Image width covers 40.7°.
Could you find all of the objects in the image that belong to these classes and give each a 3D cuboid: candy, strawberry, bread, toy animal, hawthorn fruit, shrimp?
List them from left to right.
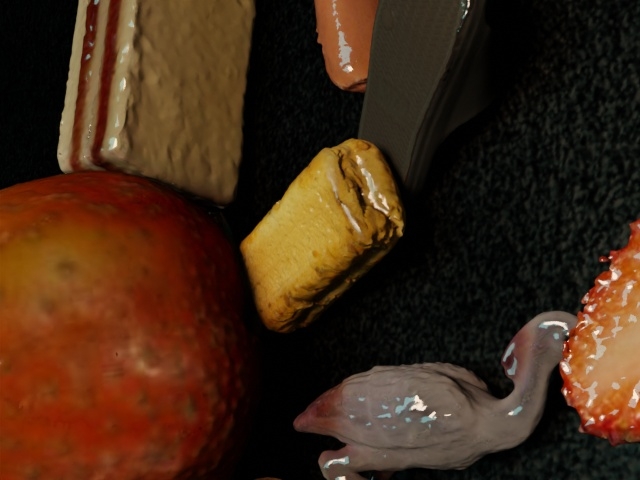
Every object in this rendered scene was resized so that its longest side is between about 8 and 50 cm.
[{"bbox_3d":[-0.263,0.134,0.832,0.403,0.403,0.402,-11,75,45],"label":"hawthorn fruit"},{"bbox_3d":[-0.181,-0.202,0.984,0.135,0.179,0.320,-8,73,44],"label":"candy"},{"bbox_3d":[-0.130,0.063,1.004,0.148,0.035,0.195,-44,55,36],"label":"shrimp"},{"bbox_3d":[0.000,0.000,0.813,0.211,0.083,0.114,-45,57,49],"label":"bread"},{"bbox_3d":[0.102,0.146,0.696,0.195,0.090,0.324,43,110,16],"label":"toy animal"},{"bbox_3d":[0.278,0.030,0.521,0.286,0.106,0.188,-46,49,39],"label":"strawberry"}]

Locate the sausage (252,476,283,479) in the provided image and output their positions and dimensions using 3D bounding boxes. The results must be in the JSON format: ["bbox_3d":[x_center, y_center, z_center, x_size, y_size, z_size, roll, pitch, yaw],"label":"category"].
[{"bbox_3d":[-0.096,0.352,0.843,0.253,0.123,0.123,-51,50,27],"label":"sausage"}]

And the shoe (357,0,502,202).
[{"bbox_3d":[0.103,-0.142,0.758,0.108,0.093,0.241,53,144,35],"label":"shoe"}]

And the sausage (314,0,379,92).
[{"bbox_3d":[0.034,-0.303,0.858,0.087,0.079,0.326,-2,82,16],"label":"sausage"}]
